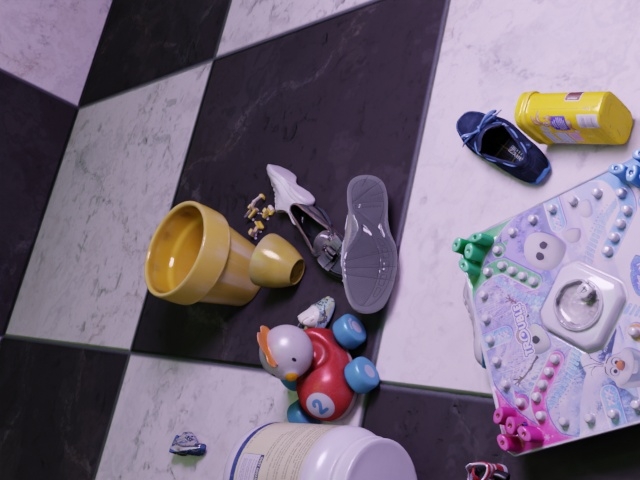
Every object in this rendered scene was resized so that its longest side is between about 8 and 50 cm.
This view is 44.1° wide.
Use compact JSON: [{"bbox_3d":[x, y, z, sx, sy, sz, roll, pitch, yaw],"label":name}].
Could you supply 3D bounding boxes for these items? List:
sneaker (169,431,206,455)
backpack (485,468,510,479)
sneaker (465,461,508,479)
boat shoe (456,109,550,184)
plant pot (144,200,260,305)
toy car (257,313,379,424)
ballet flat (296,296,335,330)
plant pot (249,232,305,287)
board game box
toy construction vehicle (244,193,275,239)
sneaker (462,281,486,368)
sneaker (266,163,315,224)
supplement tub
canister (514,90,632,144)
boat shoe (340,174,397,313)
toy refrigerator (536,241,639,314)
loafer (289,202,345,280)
[{"bbox_3d":[-0.332,0.506,1.980,0.135,0.052,0.058,-13,57,44],"label":"sneaker"},{"bbox_3d":[0.262,0.534,1.176,0.263,0.213,0.277,-37,40,19],"label":"backpack"},{"bbox_3d":[0.259,0.420,1.348,0.118,0.067,0.042,-51,40,16],"label":"sneaker"},{"bbox_3d":[0.350,-0.205,1.558,0.109,0.089,0.258,-59,39,7],"label":"boat shoe"},{"bbox_3d":[-0.278,0.058,2.006,0.254,0.239,0.254,-25,52,38],"label":"plant pot"},{"bbox_3d":[-0.045,0.259,1.639,0.219,0.238,0.210,-40,45,28],"label":"toy car"},{"bbox_3d":[-0.036,0.203,1.797,0.188,0.070,0.070,-59,39,7],"label":"ballet flat"},{"bbox_3d":[-0.095,0.061,1.903,0.095,0.134,0.134,21,86,27],"label":"plant pot"},{"bbox_3d":[0.401,0.100,1.235,0.390,0.050,0.390,-29,59,37],"label":"board game box"},{"bbox_3d":[-0.170,-0.066,2.111,0.098,0.035,0.086,-50,41,17],"label":"toy construction vehicle"},{"bbox_3d":[0.310,0.125,1.445,0.092,0.087,0.229,-27,49,57],"label":"sneaker"},{"bbox_3d":[-0.096,-0.119,2.033,0.094,0.080,0.212,-63,39,21],"label":"sneaker"},{"bbox_3d":[-0.004,0.465,1.486,0.324,0.235,0.236,-11,63,45],"label":"supplement tub"},{"bbox_3d":[0.455,-0.219,1.422,0.169,0.126,0.073,10,78,48],"label":"canister"},{"bbox_3d":[0.101,0.015,1.722,0.118,0.103,0.321,-2,64,-1],"label":"boat shoe"},{"bbox_3d":[0.460,0.072,1.290,0.269,0.094,0.102,-14,68,45],"label":"toy refrigerator"},{"bbox_3d":[0.000,0.000,1.847,0.096,0.084,0.267,-53,40,14],"label":"loafer"}]
